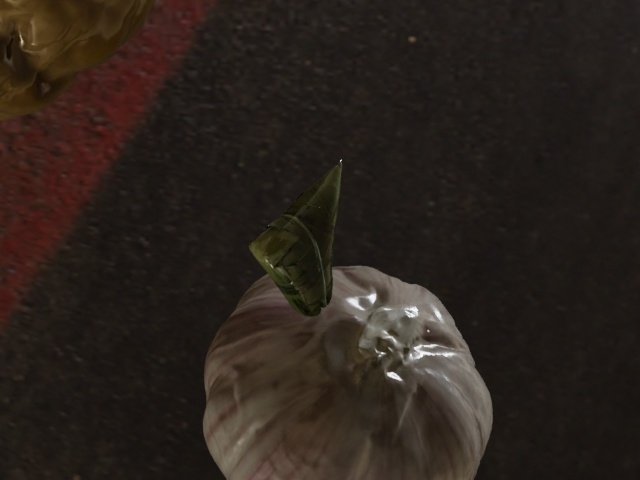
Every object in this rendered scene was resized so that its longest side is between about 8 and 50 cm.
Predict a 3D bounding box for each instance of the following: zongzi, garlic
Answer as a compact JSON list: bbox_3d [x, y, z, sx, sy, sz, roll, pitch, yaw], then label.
[{"bbox_3d":[0.000,0.000,1.320,0.113,0.052,0.104,-50,142,-15],"label":"zongzi"},{"bbox_3d":[0.031,0.167,1.479,0.317,0.317,0.259,-31,155,-36],"label":"garlic"}]

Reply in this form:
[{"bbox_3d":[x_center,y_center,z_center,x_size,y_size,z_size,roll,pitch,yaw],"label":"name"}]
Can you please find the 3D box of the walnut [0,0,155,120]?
[{"bbox_3d":[-0.247,-0.224,0.970,0.333,0.333,0.333,-10,104,-42],"label":"walnut"}]
